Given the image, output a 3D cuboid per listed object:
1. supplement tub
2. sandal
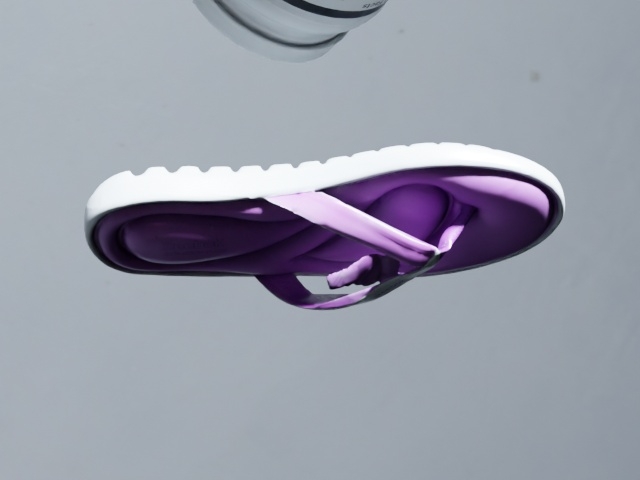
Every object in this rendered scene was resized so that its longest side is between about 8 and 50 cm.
[{"bbox_3d":[0.013,-0.297,1.164,0.191,0.272,0.191,19,50,-24],"label":"supplement tub"},{"bbox_3d":[0.002,0.009,1.196,0.417,0.169,0.102,-4,56,7],"label":"sandal"}]
